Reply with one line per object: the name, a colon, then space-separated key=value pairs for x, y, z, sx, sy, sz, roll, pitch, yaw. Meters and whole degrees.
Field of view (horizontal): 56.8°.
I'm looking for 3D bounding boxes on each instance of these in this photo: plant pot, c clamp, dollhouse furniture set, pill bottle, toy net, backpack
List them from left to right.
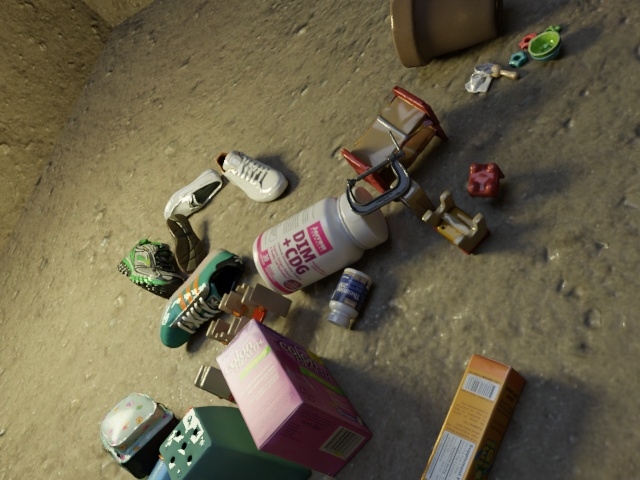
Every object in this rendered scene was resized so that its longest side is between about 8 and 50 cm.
backpack: x=-0.441 y=0.455 z=1.425 sx=0.166 sy=0.144 sz=0.188 roll=-46 pitch=29 yaw=-26
plant pot: x=-0.175 y=0.424 z=1.140 sx=0.166 sy=0.234 sz=0.165 roll=-50 pitch=40 yaw=1
dollhouse furniture set: x=-0.167 y=0.234 z=1.338 sx=0.262 sy=0.135 sz=0.259 roll=-23 pitch=42 yaw=64
pill bottle: x=0.000 y=0.000 z=1.345 sx=0.283 sy=0.160 sz=0.160 roll=-28 pitch=45 yaw=25
pill bottle: x=0.059 y=0.126 z=1.270 sx=0.067 sy=0.067 sz=0.120 roll=9 pitch=68 yaw=46
c clamp: x=0.116 y=-0.130 z=1.229 sx=0.160 sy=0.022 sz=0.137 roll=-35 pitch=65 yaw=8
dollhouse furniture set: x=0.243 y=-0.145 z=1.272 sx=0.201 sy=0.152 sz=0.374 roll=-49 pitch=57 yaw=2
plant pot: x=0.313 y=-0.557 z=1.431 sx=0.229 sy=0.263 sz=0.263 roll=5 pitch=64 yaw=24
toy net: x=0.429 y=-0.416 z=1.344 sx=0.232 sy=0.045 sz=0.122 roll=-18 pitch=51 yaw=33

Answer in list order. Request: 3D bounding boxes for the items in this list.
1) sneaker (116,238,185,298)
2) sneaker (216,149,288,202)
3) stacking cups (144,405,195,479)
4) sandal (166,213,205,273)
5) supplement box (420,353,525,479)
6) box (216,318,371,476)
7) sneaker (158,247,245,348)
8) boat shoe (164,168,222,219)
sneaker: x=-0.498 y=0.074 z=1.770 sx=0.343 sy=0.134 sz=0.146 roll=22 pitch=80 yaw=49
sneaker: x=-0.214 y=-0.192 z=1.718 sx=0.290 sy=0.123 sz=0.106 roll=21 pitch=75 yaw=47
stacking cups: x=-0.351 y=0.529 z=1.335 sx=0.096 sy=0.096 sz=0.316 roll=8 pitch=66 yaw=45
sandal: x=-0.408 y=0.015 z=1.776 sx=0.090 sy=0.060 sz=0.219 roll=-17 pitch=56 yaw=-24
supplement box: x=0.246 y=0.309 z=0.956 sx=0.080 sy=0.078 sz=0.234 roll=17 pitch=74 yaw=44
box: x=-0.054 y=0.299 z=1.135 sx=0.117 sy=0.213 sz=0.243 roll=-48 pitch=40 yaw=4
sneaker: x=-0.310 y=0.160 z=1.557 sx=0.121 sy=0.108 sz=0.302 roll=21 pitch=75 yaw=53
boat shoe: x=-0.406 y=-0.135 z=1.881 sx=0.226 sy=0.083 sz=0.076 roll=-46 pitch=39 yaw=6
